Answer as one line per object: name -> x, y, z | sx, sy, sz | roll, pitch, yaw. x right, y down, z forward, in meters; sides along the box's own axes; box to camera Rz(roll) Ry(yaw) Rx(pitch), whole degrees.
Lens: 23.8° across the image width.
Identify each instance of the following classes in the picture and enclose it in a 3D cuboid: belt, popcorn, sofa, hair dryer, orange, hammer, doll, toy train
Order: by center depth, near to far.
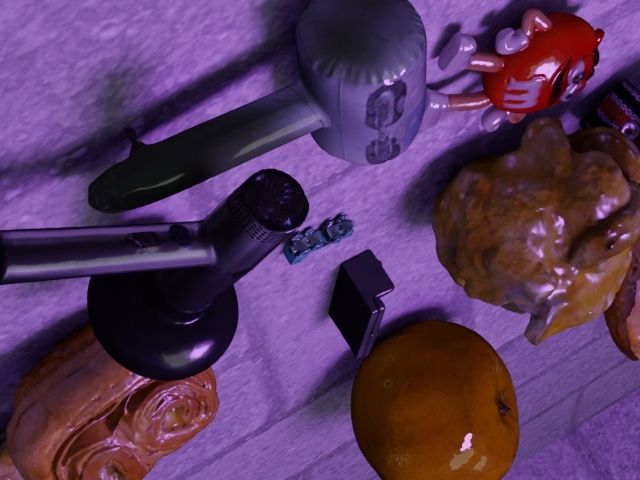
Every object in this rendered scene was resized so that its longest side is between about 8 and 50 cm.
hair dryer -> -0.184, 0.006, 1.382 | 0.284, 0.155, 0.320 | 8, 158, -13
hammer -> -0.059, -0.108, 1.384 | 0.336, 0.119, 0.206 | -24, 157, -7
doll -> 0.216, -0.181, 1.642 | 0.217, 0.085, 0.183 | -13, 150, -24
toy train -> 0.000, 0.000, 1.788 | 0.092, 0.029, 0.045 | -23, 164, -28
popcorn -> 0.269, -0.023, 1.862 | 0.276, 0.225, 0.276 | -23, 143, -19
sofa -> 0.062, 0.084, 1.976 | 0.060, 0.085, 0.147 | -23, 156, -19
belt -> 0.445, -0.127, 2.044 | 0.094, 0.126, 0.359 | -35, 154, 17
orange -> 0.170, 0.256, 2.252 | 0.235, 0.279, 0.279 | -11, 166, 21

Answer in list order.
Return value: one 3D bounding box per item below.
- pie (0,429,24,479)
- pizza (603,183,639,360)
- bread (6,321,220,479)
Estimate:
pie -> -0.307, 0.247, 1.837 | 0.274, 0.055, 0.274 | -29, 158, -13
pizza -> 0.556, -0.038, 2.038 | 0.406, 0.130, 0.440 | -21, 146, -19
bread -> -0.231, 0.185, 1.664 | 0.236, 0.120, 0.198 | -37, 139, -8
